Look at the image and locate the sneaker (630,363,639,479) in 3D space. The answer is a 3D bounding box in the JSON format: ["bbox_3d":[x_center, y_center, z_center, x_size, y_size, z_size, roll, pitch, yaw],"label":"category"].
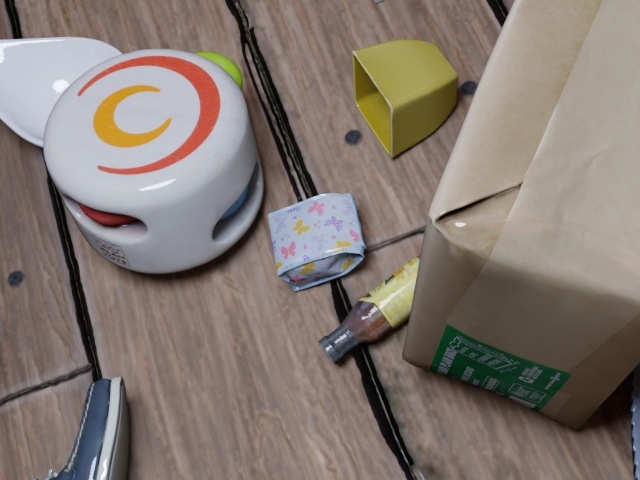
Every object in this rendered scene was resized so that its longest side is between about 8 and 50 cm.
[{"bbox_3d":[0.295,0.219,0.745,0.131,0.112,0.319,-4,65,17],"label":"sneaker"}]

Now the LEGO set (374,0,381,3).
[{"bbox_3d":[0.073,-0.379,1.117,0.093,0.087,0.227,-15,62,8],"label":"LEGO set"}]

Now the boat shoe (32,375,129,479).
[{"bbox_3d":[-0.213,0.240,0.889,0.079,0.095,0.254,3,74,5],"label":"boat shoe"}]

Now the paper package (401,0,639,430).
[{"bbox_3d":[0.192,-0.050,0.771,0.168,0.325,0.309,23,71,10],"label":"paper package"}]

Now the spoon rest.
[{"bbox_3d":[-0.329,-0.169,1.126,0.276,0.084,0.137,11,68,21],"label":"spoon rest"}]

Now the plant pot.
[{"bbox_3d":[0.086,-0.146,1.005,0.083,0.081,0.081,-25,60,-11],"label":"plant pot"}]

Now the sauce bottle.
[{"bbox_3d":[0.055,0.061,0.928,0.128,0.042,0.042,-36,61,-6],"label":"sauce bottle"}]

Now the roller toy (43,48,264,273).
[{"bbox_3d":[-0.156,-0.071,0.993,0.209,0.146,0.191,-18,55,-5],"label":"roller toy"}]

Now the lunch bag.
[{"bbox_3d":[0.000,0.000,0.969,0.083,0.053,0.071,-22,58,15],"label":"lunch bag"}]
